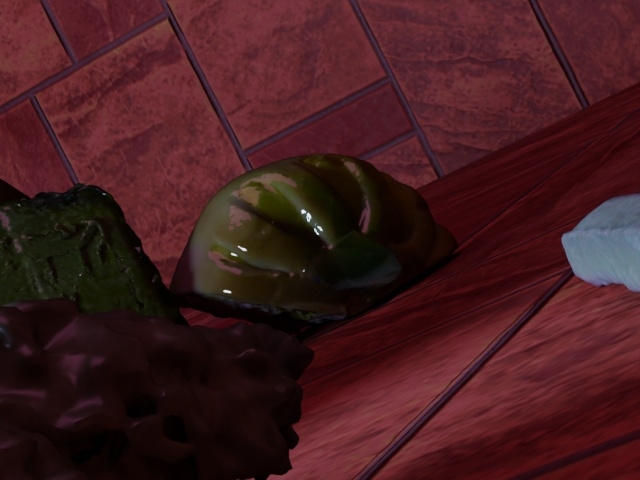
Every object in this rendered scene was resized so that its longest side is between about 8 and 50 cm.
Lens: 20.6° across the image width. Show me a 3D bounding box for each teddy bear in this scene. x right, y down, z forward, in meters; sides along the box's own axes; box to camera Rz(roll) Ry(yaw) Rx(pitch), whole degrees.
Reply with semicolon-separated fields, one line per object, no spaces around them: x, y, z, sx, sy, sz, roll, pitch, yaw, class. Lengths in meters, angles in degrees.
-0.152;0.125;0.589;0.368;0.224;0.357;-11;-9;-35;teddy bear

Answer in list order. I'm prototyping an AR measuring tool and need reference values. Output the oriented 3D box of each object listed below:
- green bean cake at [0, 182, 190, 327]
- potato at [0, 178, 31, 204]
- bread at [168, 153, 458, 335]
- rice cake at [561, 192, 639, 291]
-0.229;0.070;1.517;0.200;0.214;0.113;-16;-30;-25;green bean cake
-0.309;0.123;1.728;0.280;0.212;0.330;16;-52;-28;potato
-0.013;-0.002;1.584;0.261;0.156;0.158;-29;2;-25;bread
0.198;-0.009;0.810;0.081;0.051;0.290;-37;7;-15;rice cake
